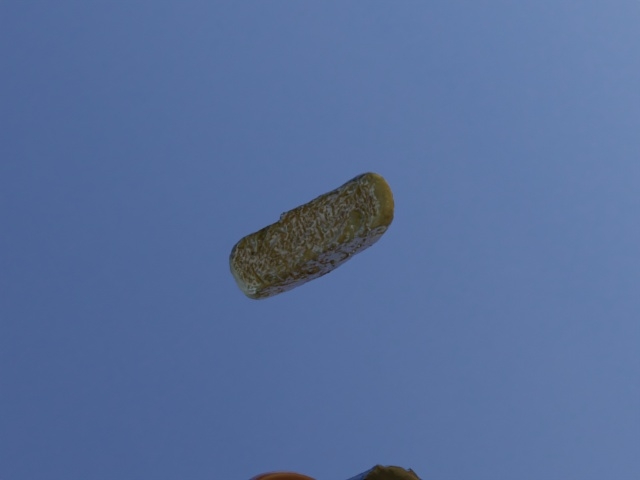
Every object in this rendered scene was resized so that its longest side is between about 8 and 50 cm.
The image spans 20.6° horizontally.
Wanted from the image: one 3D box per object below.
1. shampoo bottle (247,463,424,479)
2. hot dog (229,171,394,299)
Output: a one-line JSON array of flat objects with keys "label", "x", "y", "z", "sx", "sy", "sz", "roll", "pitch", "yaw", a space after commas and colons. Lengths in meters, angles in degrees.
[{"label": "shampoo bottle", "x": -0.044, "y": 0.185, "z": 0.922, "sx": 0.104, "sy": 0.278, "sz": 0.104, "roll": 22, "pitch": -126, "yaw": -33}, {"label": "hot dog", "x": 0.000, "y": 0.000, "z": 0.842, "sx": 0.034, "sy": 0.090, "sz": 0.030, "roll": 28, "pitch": -143, "yaw": -61}]
